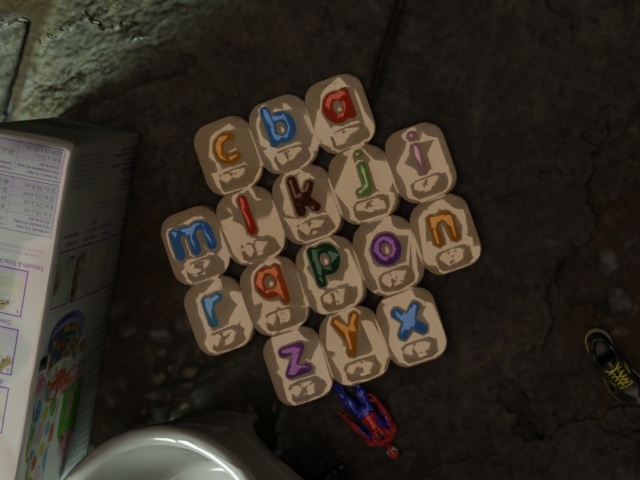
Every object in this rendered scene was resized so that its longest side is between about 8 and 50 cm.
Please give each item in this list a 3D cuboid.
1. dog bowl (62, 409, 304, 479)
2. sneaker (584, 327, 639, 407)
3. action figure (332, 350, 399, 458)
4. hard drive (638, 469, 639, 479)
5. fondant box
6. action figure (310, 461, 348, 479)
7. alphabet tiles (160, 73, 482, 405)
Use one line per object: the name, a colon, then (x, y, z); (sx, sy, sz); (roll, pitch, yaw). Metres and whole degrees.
dog bowl: (-0.123, 0.321, 1.784); (0.349, 0.102, 0.348); (-7, 78, 34)
sneaker: (0.267, 0.119, 1.814); (0.031, 0.035, 0.083); (-37, 88, 11)
action figure: (0.038, 0.156, 1.860); (0.038, 0.030, 0.115); (-36, 91, 5)
hard drive: (0.405, 0.124, 1.790); (0.210, 0.040, 0.318); (7, 96, 9)
fondant box: (-0.259, 0.059, 1.792); (0.096, 0.238, 0.330); (10, 96, 8)
action figure: (0.038, 0.353, 1.821); (0.164, 0.141, 0.275); (-31, 86, 9)
alphabet tiles: (0.000, 0.000, 1.849); (0.284, 0.021, 0.278); (-20, 86, 10)
